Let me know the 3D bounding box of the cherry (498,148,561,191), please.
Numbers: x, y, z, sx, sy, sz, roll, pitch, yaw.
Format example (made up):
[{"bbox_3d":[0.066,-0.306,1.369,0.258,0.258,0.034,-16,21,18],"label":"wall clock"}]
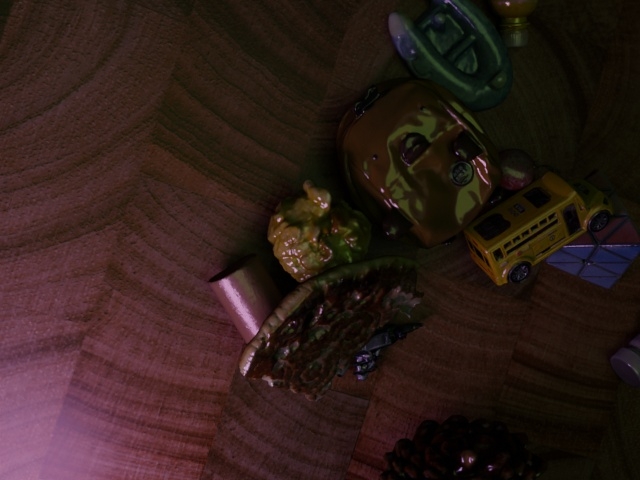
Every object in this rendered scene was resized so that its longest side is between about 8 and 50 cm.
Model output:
[{"bbox_3d":[0.497,-0.159,1.902,0.226,0.107,0.090,11,133,-23],"label":"cherry"}]

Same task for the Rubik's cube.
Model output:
[{"bbox_3d":[0.658,-0.010,1.940,0.233,0.228,0.228,46,34,19],"label":"Rubik's cube"}]

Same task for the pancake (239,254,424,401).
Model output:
[{"bbox_3d":[0.033,0.167,1.667,0.427,0.067,0.305,-42,137,-5],"label":"pancake"}]

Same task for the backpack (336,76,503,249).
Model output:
[{"bbox_3d":[0.206,-0.171,1.746,0.378,0.201,0.353,43,85,-9],"label":"backpack"}]

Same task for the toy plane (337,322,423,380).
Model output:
[{"bbox_3d":[0.136,0.226,1.821,0.247,0.078,0.169,-12,97,-17],"label":"toy plane"}]

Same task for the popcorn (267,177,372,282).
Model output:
[{"bbox_3d":[0.005,-0.010,1.694,0.235,0.181,0.216,24,106,-2],"label":"popcorn"}]

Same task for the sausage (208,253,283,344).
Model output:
[{"bbox_3d":[-0.127,0.160,1.708,0.123,0.123,0.252,-33,103,-13],"label":"sausage"}]

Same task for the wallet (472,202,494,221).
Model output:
[{"bbox_3d":[0.328,-0.121,1.887,0.197,0.020,0.103,29,85,-17],"label":"wallet"}]

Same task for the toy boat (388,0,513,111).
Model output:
[{"bbox_3d":[0.314,-0.436,1.807,0.215,0.123,0.330,-43,104,-12],"label":"toy boat"}]

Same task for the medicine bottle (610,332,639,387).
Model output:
[{"bbox_3d":[0.842,0.289,2.041,0.168,0.105,0.105,-35,104,-13],"label":"medicine bottle"}]

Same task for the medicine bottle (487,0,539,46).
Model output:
[{"bbox_3d":[0.448,-0.559,1.841,0.122,0.122,0.212,-9,109,-17],"label":"medicine bottle"}]

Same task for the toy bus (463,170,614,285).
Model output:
[{"bbox_3d":[0.506,-0.045,1.844,0.331,0.145,0.151,-33,128,-2],"label":"toy bus"}]

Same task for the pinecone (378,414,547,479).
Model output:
[{"bbox_3d":[0.316,0.587,1.763,0.398,0.398,0.397,-1,95,-18],"label":"pinecone"}]
